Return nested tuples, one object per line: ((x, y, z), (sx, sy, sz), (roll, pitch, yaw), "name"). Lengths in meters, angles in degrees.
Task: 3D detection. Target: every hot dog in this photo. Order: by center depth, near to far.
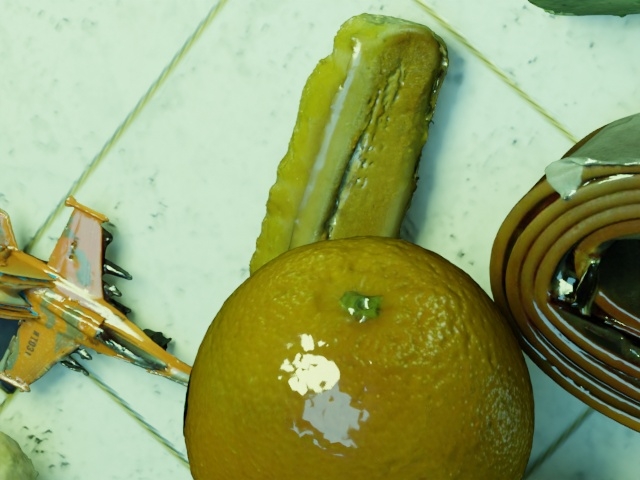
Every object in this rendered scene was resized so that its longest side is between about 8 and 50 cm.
((-0.001, 0.000, 1.163), (0.083, 0.068, 0.289), (10, 111, -29), "hot dog")

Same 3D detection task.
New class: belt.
((0.230, 0.024, 1.065), (0.261, 0.105, 0.184), (22, 121, 16), "belt")

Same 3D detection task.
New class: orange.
((0.021, 0.092, 1.064), (0.206, 0.206, 0.206), (4, 103, 16), "orange")

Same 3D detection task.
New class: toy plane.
((-0.140, 0.050, 1.231), (0.188, 0.062, 0.135), (24, 109, -4), "toy plane")

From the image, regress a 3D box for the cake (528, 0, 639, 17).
((0.171, -0.237, 1.079), (0.100, 0.099, 0.235), (1, 81, 17), "cake")

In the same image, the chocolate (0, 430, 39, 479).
((-0.298, 0.219, 1.278), (0.134, 0.134, 0.309), (46, 115, 3), "chocolate")
